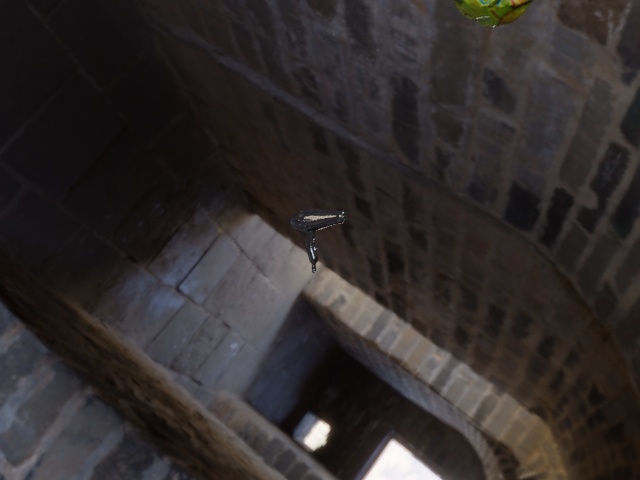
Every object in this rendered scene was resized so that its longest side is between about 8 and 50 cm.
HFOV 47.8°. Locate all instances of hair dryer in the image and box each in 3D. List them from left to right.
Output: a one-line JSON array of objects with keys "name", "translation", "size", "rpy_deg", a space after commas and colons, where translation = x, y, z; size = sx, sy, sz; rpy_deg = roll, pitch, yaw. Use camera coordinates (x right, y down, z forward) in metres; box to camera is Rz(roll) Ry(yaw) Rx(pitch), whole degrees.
[{"name": "hair dryer", "translation": [0.000, 0.000, 0.927], "size": [0.031, 0.079, 0.083], "rpy_deg": [-13, 99, -56]}]

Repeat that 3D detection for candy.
[{"name": "candy", "translation": [0.083, -0.252, 0.682], "size": [0.073, 0.262, 0.077], "rpy_deg": [14, 94, -54]}]
